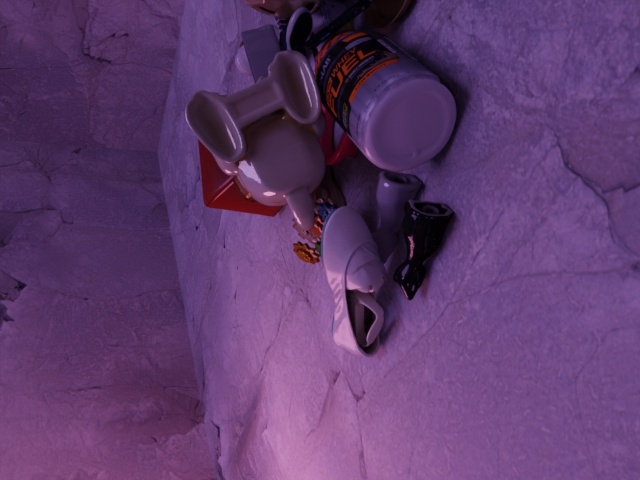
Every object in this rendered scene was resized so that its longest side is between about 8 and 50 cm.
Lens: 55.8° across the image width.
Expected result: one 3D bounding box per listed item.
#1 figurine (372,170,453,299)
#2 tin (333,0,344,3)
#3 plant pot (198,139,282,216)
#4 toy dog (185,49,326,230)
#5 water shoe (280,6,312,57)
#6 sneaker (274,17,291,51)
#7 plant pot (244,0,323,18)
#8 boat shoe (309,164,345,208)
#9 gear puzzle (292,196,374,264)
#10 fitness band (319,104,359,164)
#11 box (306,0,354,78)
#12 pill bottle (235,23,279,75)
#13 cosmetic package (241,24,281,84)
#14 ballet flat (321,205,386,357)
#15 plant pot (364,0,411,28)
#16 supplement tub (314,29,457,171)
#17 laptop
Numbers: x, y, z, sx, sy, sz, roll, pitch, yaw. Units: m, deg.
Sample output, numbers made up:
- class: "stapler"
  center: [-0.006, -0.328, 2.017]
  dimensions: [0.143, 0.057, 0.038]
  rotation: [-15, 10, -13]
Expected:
- class: "figurine"
  center: [0.172, -0.014, 1.286]
  dimensions: [0.215, 0.093, 0.209]
  rotation: [-123, 37, -51]
- class: "tin"
  center: [0.030, -0.711, 1.669]
  dimensions: [0.189, 0.040, 0.106]
  rotation: [58, 135, 49]
- class: "plant pot"
  center: [-0.209, -0.258, 1.921]
  dimensions: [0.236, 0.268, 0.267]
  rotation: [-35, 57, 46]
- class: "toy dog"
  center: [-0.103, -0.216, 1.453]
  dimensions: [0.395, 0.285, 0.408]
  rotation: [54, 175, -2]
- class: "water shoe"
  center: [-0.075, -0.538, 1.569]
  dimensions: [0.080, 0.073, 0.203]
  rotation: [56, 160, 15]
- class: "sneaker"
  center: [-0.099, -0.636, 1.871]
  dimensions: [0.162, 0.107, 0.281]
  rotation: [104, 169, -62]
- class: "plant pot"
  center: [-0.079, -0.742, 1.498]
  dimensions: [0.334, 0.334, 0.305]
  rotation: [-11, 69, 64]
- class: "boat shoe"
  center: [-0.034, -0.170, 1.689]
  dimensions: [0.341, 0.110, 0.121]
  rotation: [-115, 36, -43]
- class: "gear puzzle"
  center: [0.000, 0.000, 1.563]
  dimensions: [0.044, 0.175, 0.339]
  rotation: [-54, 10, -28]
- class: "fitness band"
  center: [0.062, -0.333, 1.572]
  dimensions: [0.209, 0.054, 0.290]
  rotation: [-113, 35, -45]
- class: "box"
  center: [-0.006, -0.496, 1.674]
  dimensions: [0.290, 0.087, 0.169]
  rotation: [127, 137, -52]
- class: "pill bottle"
  center: [-0.210, -0.641, 2.061]
  dimensions: [0.229, 0.131, 0.131]
  rotation: [180, 91, -65]
- class: "cosmetic package"
  center: [-0.144, -0.475, 1.697]
  dimensions: [0.127, 0.107, 0.237]
  rotation: [80, 177, -58]
- class: "ballet flat"
  center: [0.090, 0.106, 1.344]
  dimensions: [0.139, 0.139, 0.400]
  rotation: [-123, 23, -50]
- class: "plant pot"
  center: [0.166, -0.604, 1.381]
  dimensions: [0.236, 0.033, 0.236]
  rotation: [-178, 90, -65]
- class: "supplement tub"
  center: [0.118, -0.308, 1.263]
  dimensions: [0.338, 0.207, 0.207]
  rotation: [-121, 40, -49]
- class: "laptop"
  center: [0.038, -0.577, 1.390]
  dimensions: [0.264, 0.136, 0.234]
  rotation: [-35, 18, 9]
